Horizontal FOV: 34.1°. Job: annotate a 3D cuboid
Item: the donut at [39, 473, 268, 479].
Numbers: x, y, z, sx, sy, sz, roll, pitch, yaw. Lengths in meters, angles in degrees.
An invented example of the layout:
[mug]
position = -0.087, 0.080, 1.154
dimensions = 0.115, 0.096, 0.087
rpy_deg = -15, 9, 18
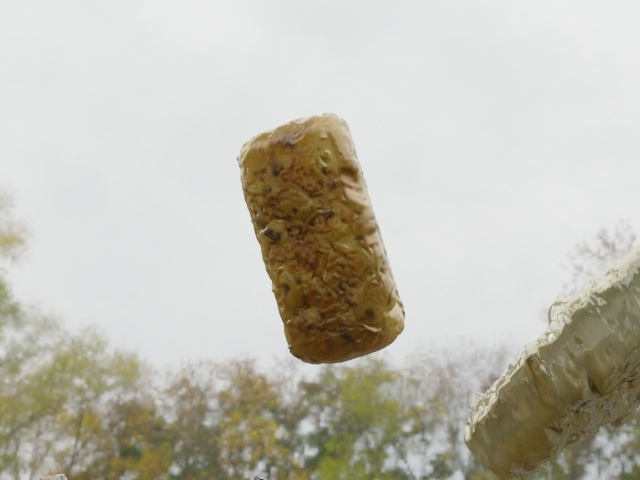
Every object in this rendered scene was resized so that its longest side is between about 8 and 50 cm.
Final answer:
[donut]
position = -0.110, 0.225, 0.580
dimensions = 0.230, 0.216, 0.096
rpy_deg = -7, -60, 4

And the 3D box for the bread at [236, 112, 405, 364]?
[bread]
position = 0.000, 0.000, 0.898
dimensions = 0.114, 0.211, 0.083
rpy_deg = -16, 4, 20

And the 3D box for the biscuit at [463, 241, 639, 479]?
[biscuit]
position = 0.220, 0.056, 0.724
dimensions = 0.281, 0.084, 0.179
rpy_deg = -14, -37, -48
